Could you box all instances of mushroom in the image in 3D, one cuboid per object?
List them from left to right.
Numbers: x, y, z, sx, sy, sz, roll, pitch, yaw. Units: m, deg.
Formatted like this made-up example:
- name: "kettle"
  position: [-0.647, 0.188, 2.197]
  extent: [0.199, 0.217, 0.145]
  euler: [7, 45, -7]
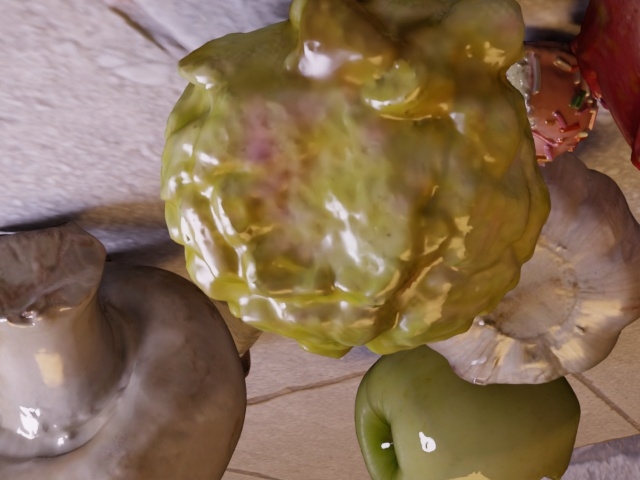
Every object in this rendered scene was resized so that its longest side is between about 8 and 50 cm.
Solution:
- name: "mushroom"
  position: [-0.223, 0.124, 1.274]
  extent: [0.297, 0.297, 0.290]
  euler: [-14, 136, 12]

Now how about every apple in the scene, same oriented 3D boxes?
- name: "apple"
  position: [0.174, 0.228, 1.867]
  extent: [0.279, 0.279, 0.279]
  euler: [-9, 164, -3]

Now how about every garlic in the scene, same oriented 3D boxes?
- name: "garlic"
  position: [0.177, 0.009, 1.300]
  extent: [0.218, 0.218, 0.212]
  euler: [-15, -163, 17]

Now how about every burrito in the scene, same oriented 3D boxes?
- name: "burrito"
  position: [-0.090, 0.071, 1.492]
  extent: [0.059, 0.082, 0.275]
  euler: [-37, 174, -18]

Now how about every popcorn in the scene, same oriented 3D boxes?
- name: "popcorn"
  position: [0.030, -0.054, 0.915]
  extent: [0.259, 0.259, 0.212]
  euler: [-14, -172, 12]

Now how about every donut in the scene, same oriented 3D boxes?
- name: "donut"
  position: [0.147, -0.089, 1.097]
  extent: [0.117, 0.065, 0.166]
  euler: [-1, 163, -27]

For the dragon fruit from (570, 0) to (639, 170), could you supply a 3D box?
- name: "dragon fruit"
  position: [0.362, -0.091, 0.941]
  extent: [0.386, 0.249, 0.371]
  euler: [-13, 168, 17]

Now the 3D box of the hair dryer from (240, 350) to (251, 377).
- name: "hair dryer"
  position: [-0.167, 0.119, 1.634]
  extent: [0.117, 0.064, 0.182]
  euler: [-16, 155, 23]
